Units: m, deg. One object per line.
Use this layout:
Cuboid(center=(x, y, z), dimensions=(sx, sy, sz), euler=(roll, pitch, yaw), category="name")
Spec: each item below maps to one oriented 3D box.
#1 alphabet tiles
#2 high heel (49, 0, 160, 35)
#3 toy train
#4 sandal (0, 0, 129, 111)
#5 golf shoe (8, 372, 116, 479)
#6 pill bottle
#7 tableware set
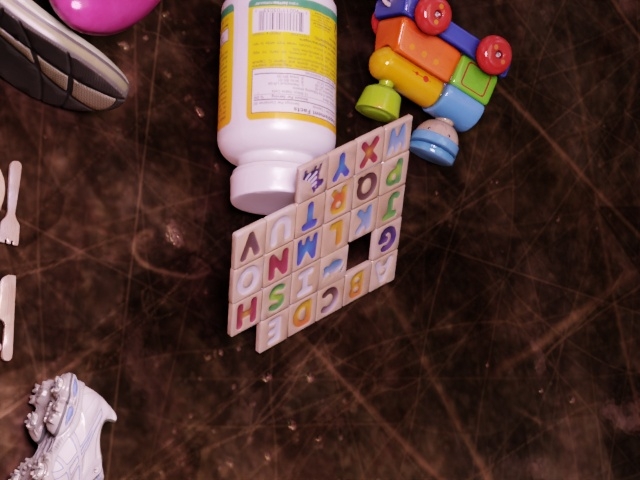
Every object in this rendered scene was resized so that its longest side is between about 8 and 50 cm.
Cuboid(center=(0.000, 0.000, 1.739), dimensions=(0.237, 0.009, 0.198), euler=(-28, 136, -38), category="alphabet tiles")
Cuboid(center=(-0.123, -0.326, 1.641), dimensions=(0.127, 0.181, 0.377), euler=(47, 38, -20), category="high heel")
Cuboid(center=(0.074, -0.190, 1.875), dimensions=(0.248, 0.105, 0.143), euler=(29, 76, -28), category="toy train")
Cuboid(center=(-0.282, -0.225, 1.595), dimensions=(0.303, 0.120, 0.086), euler=(42, 61, -20), category="sandal")
Cuboid(center=(-0.224, 0.207, 1.564), dimensions=(0.086, 0.069, 0.176), euler=(33, 62, -33), category="golf shoe")
Cuboid(center=(-0.042, -0.136, 1.754), dimensions=(0.118, 0.117, 0.208), euler=(11, 71, -34), category="pill bottle")
Cuboid(center=(-0.315, 0.002, 1.564), dimensions=(0.128, 0.039, 0.194), euler=(11, 72, -34), category="tableware set")
